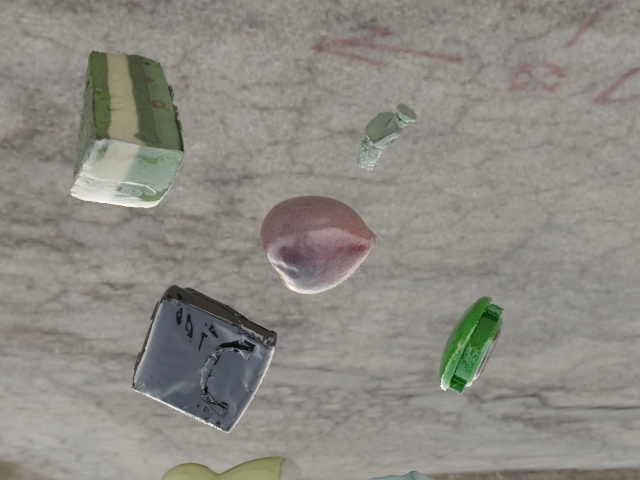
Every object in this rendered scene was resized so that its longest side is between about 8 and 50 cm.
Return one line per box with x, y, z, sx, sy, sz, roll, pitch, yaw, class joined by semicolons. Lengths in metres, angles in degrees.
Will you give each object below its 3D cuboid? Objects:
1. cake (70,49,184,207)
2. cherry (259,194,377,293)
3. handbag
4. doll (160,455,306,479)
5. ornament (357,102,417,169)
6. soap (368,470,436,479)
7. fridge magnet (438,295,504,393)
-0.347;-0.188;1.528;0.158;0.284;0.172;9;131;-25;cake
-0.009;-0.002;1.941;0.239;0.206;0.239;-12;127;-16;cherry
-0.227;0.229;1.703;0.244;0.088;0.275;26;120;1;handbag
-0.135;0.408;1.388;0.296;0.117;0.141;-6;133;7;doll
0.079;-0.134;1.106;0.041;0.068;0.092;33;150;-16;ornament
0.139;0.461;1.060;0.208;0.347;0.115;-7;142;-15;soap
0.297;0.207;1.746;0.088;0.208;0.208;26;167;15;fridge magnet
